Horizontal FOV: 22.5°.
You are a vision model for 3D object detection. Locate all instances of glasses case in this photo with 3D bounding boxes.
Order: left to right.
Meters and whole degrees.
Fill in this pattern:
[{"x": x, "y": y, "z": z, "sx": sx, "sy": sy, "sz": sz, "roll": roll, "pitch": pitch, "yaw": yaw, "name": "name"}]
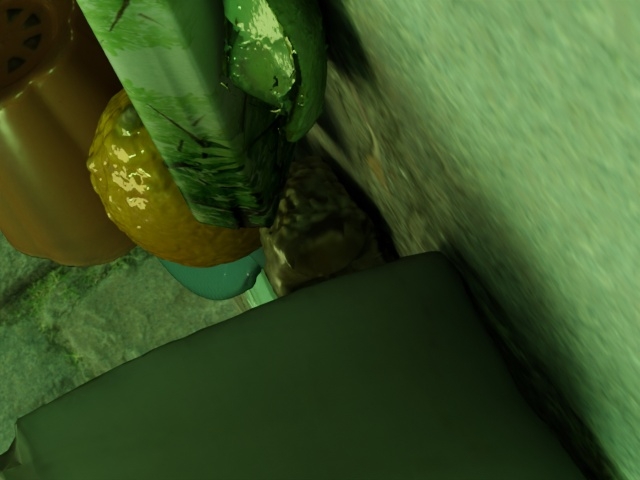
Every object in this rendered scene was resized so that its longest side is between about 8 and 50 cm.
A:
[{"x": -0.077, "y": -0.118, "z": 0.910, "sx": 0.272, "sy": 0.062, "sz": 0.095, "roll": 68, "pitch": -148, "yaw": -54, "name": "glasses case"}]

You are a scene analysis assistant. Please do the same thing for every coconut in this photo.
[{"x": -0.031, "y": -0.114, "z": 0.806, "sx": 0.133, "sy": 0.055, "sz": 0.158, "roll": 54, "pitch": 173, "yaw": 21, "name": "coconut"}]

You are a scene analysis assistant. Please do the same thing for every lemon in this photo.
[{"x": -0.091, "y": -0.056, "z": 1.129, "sx": 0.142, "sy": 0.142, "sz": 0.187, "roll": 54, "pitch": -176, "yaw": 27, "name": "lemon"}]

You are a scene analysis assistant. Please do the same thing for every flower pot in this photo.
[{"x": -0.202, "y": -0.100, "z": 1.228, "sx": 0.190, "sy": 0.190, "sz": 0.173, "roll": 52, "pitch": 176, "yaw": 37, "name": "flower pot"}]

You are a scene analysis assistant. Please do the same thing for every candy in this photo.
[{"x": 0.000, "y": 0.000, "z": 1.053, "sx": 0.110, "sy": 0.085, "sz": 0.095, "roll": -114, "pitch": 6, "yaw": -48, "name": "candy"}]

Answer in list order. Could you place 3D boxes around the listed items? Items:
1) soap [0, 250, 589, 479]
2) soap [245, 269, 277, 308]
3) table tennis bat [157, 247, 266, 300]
[{"x": -0.089, "y": 0.210, "z": 0.924, "sx": 0.213, "sy": 0.350, "sz": 0.435, "roll": 57, "pitch": 139, "yaw": 7, "name": "soap"}, {"x": -0.065, "y": -0.007, "z": 1.494, "sx": 0.119, "sy": 0.066, "sz": 0.198, "roll": 52, "pitch": 171, "yaw": 29, "name": "soap"}, {"x": -0.090, "y": -0.038, "z": 1.340, "sx": 0.329, "sy": 0.044, "sz": 0.215, "roll": 38, "pitch": 133, "yaw": 46, "name": "table tennis bat"}]
